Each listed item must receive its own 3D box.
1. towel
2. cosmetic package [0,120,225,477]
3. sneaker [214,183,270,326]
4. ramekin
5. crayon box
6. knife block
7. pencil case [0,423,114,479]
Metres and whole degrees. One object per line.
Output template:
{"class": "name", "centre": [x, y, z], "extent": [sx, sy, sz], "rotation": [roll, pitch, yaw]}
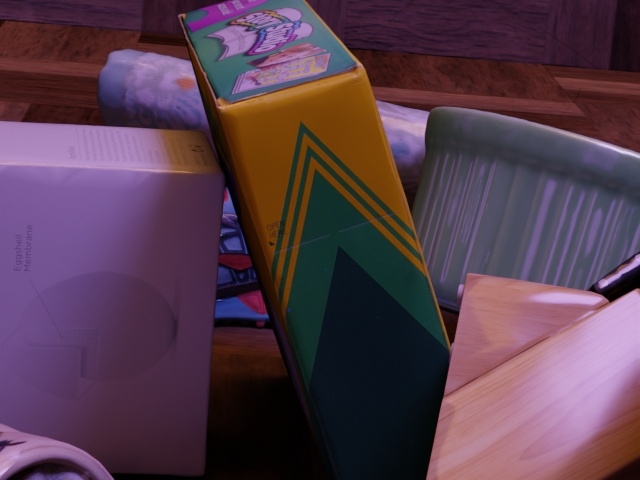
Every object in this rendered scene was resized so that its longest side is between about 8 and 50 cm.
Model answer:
{"class": "towel", "centre": [-0.004, -0.067, 1.856], "extent": [0.321, 0.090, 0.374], "rotation": [10, -13, 17]}
{"class": "cosmetic package", "centre": [-0.192, 0.038, 1.398], "extent": [0.225, 0.224, 0.138], "rotation": [2, 15, -11]}
{"class": "sneaker", "centre": [-0.102, 0.007, 1.746], "extent": [0.262, 0.125, 0.104], "rotation": [-1, 15, -24]}
{"class": "ramekin", "centre": [0.206, 0.013, 1.559], "extent": [0.303, 0.148, 0.303], "rotation": [18, -2, 1]}
{"class": "crayon box", "centre": [0.000, 0.000, 1.415], "extent": [0.106, 0.313, 0.363], "rotation": [-19, 17, -3]}
{"class": "knife block", "centre": [0.189, 0.114, 1.183], "extent": [0.242, 0.088, 0.275], "rotation": [10, 54, 7]}
{"class": "pencil case", "centre": [-0.285, 0.139, 1.103], "extent": [0.410, 0.160, 0.183], "rotation": [17, 2, 37]}
